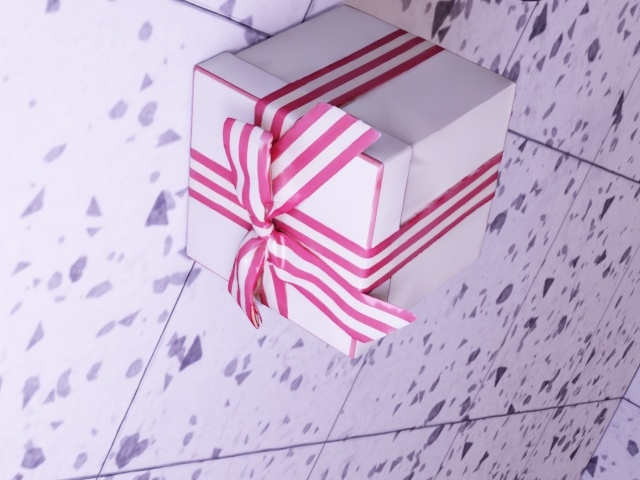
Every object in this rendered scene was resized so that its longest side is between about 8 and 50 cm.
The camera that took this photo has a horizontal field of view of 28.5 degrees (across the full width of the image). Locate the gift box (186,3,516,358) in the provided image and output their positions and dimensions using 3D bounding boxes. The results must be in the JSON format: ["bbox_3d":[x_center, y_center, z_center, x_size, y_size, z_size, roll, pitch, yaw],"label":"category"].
[{"bbox_3d":[0.031,-0.061,1.209,0.258,0.276,0.255,-32,136,-40],"label":"gift box"}]
